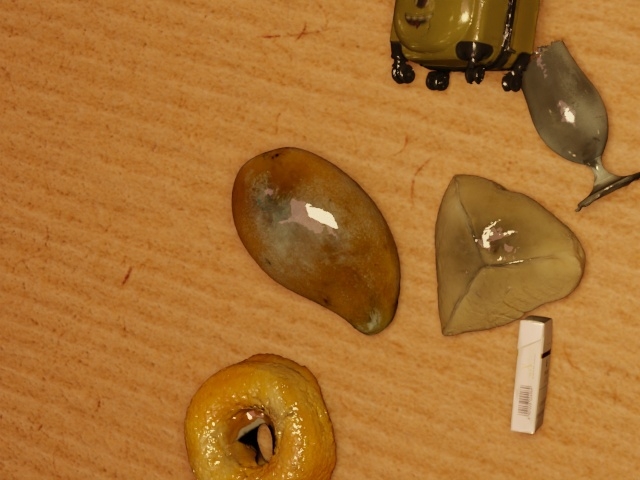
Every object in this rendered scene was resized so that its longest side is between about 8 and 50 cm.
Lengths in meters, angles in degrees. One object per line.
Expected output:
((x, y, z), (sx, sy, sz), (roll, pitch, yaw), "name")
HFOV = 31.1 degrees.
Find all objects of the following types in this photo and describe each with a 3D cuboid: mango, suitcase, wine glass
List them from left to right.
((0.000, 0.000, 1.676), (0.193, 0.146, 0.316), (-44, 84, 23), "mango")
((0.191, -0.326, 1.566), (0.194, 0.143, 0.235), (11, 95, 54), "suitcase")
((0.345, -0.158, 1.573), (0.103, 0.103, 0.222), (-29, 81, 18), "wine glass")

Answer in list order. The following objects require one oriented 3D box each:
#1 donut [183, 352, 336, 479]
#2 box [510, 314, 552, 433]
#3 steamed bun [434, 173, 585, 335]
((-0.094, 0.297, 1.737), (0.253, 0.118, 0.254), (-7, 75, 26), "donut")
((0.295, 0.185, 1.603), (0.040, 0.084, 0.155), (5, 93, 21), "box")
((0.254, 0.017, 1.596), (0.212, 0.110, 0.231), (-3, 88, 24), "steamed bun")
